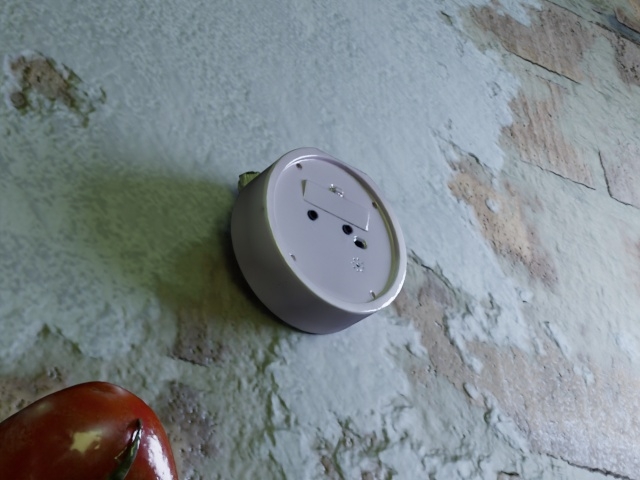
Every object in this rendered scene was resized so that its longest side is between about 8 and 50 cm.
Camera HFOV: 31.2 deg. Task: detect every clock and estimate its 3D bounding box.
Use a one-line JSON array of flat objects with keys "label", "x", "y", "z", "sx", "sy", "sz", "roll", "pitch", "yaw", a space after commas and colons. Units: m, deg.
[{"label": "clock", "x": 0.000, "y": 0.000, "z": 1.250, "sx": 0.197, "sy": 0.068, "sz": 0.197, "roll": 23, "pitch": 51, "yaw": -32}]

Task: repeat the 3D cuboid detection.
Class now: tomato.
[{"label": "tomato", "x": -0.198, "y": 0.197, "z": 0.875, "sx": 0.187, "sy": 0.151, "sz": 0.187, "roll": -5, "pitch": 100, "yaw": -30}]

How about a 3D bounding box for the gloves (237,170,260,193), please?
[{"label": "gloves", "x": -0.069, "y": -0.050, "z": 1.289, "sx": 0.044, "sy": 0.037, "sz": 0.081, "roll": -11, "pitch": 70, "yaw": -15}]
